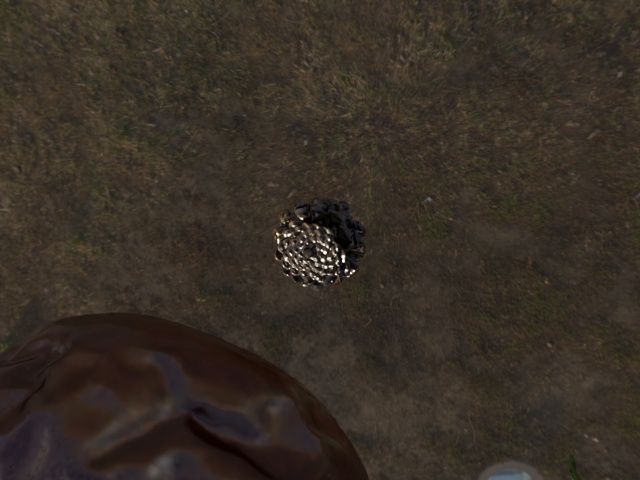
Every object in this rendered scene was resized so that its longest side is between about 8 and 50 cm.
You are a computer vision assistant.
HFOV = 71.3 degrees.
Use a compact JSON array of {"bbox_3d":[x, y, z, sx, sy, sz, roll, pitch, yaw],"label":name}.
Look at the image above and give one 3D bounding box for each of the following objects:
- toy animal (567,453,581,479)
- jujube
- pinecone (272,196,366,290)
[{"bbox_3d":[0.452,0.467,0.771,0.075,0.217,0.041,-35,102,13],"label":"toy animal"},{"bbox_3d":[-0.123,0.228,0.400,0.377,0.276,0.276,27,106,-7],"label":"jujube"},{"bbox_3d":[0.001,0.001,0.648,0.140,0.121,0.140,14,119,28],"label":"pinecone"}]
